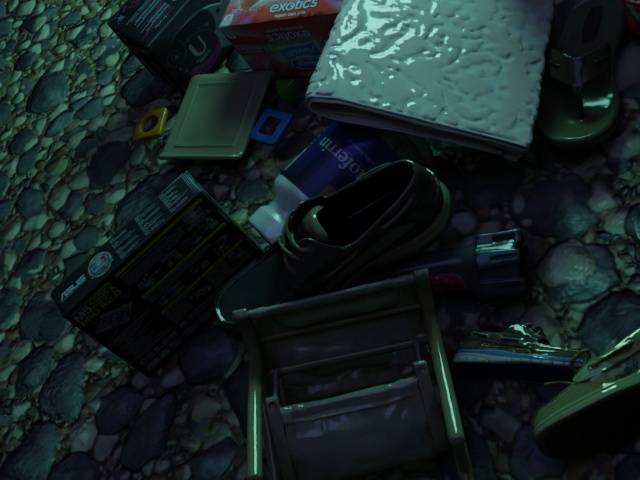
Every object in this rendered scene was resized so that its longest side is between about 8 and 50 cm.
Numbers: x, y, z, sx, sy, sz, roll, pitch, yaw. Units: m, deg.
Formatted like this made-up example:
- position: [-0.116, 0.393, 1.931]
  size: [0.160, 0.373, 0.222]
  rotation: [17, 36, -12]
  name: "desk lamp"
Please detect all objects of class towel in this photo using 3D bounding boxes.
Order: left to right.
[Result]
- position: [0.169, -0.273, 1.486]
  size: [0.317, 0.053, 0.331]
  rotation: [15, 53, 5]
  name: "towel"

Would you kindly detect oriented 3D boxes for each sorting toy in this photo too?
- position: [-0.178, -0.213, 1.800]
  size: [0.348, 0.047, 0.196]
  rotation: [3, 61, 33]
  name: "sorting toy"

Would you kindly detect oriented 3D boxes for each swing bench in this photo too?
- position: [0.040, 0.196, 1.269]
  size: [0.253, 0.165, 0.254]
  rotation: [-12, 50, 5]
  name: "swing bench"

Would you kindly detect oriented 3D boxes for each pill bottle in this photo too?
- position: [0.027, -0.078, 1.509]
  size: [0.264, 0.153, 0.153]
  rotation: [-46, 47, -3]
  name: "pill bottle"

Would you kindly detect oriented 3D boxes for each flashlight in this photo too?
- position: [0.132, 0.067, 1.388]
  size: [0.304, 0.103, 0.103]
  rotation: [-8, 50, 21]
  name: "flashlight"

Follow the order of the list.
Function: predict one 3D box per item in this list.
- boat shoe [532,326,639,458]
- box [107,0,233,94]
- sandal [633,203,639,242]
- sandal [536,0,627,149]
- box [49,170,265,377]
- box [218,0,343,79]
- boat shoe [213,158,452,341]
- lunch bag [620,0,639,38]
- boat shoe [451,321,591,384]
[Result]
- position: [0.364, 0.154, 1.182]
  size: [0.285, 0.104, 0.089]
  rotation: [-28, 43, -2]
  name: "boat shoe"
- position: [-0.238, -0.421, 1.905]
  size: [0.247, 0.163, 0.142]
  rotation: [-49, 51, -7]
  name: "box"
- position: [0.445, -0.067, 1.318]
  size: [0.067, 0.040, 0.179]
  rotation: [7, 63, 35]
  name: "sandal"
- position: [0.369, -0.256, 1.467]
  size: [0.120, 0.086, 0.302]
  rotation: [-3, 58, 30]
  name: "sandal"
- position: [-0.230, 0.056, 1.530]
  size: [0.270, 0.216, 0.060]
  rotation: [-43, 46, 0]
  name: "box"
- position: [0.003, -0.379, 1.737]
  size: [0.300, 0.154, 0.142]
  rotation: [1, 59, 33]
  name: "box"
- position: [0.000, 0.000, 1.350]
  size: [0.355, 0.130, 0.132]
  rotation: [-34, 49, 3]
  name: "boat shoe"
- position: [0.580, -0.364, 1.386]
  size: [0.293, 0.120, 0.258]
  rotation: [32, 80, 38]
  name: "lunch bag"
- position: [0.253, 0.136, 1.278]
  size: [0.183, 0.066, 0.066]
  rotation: [0, 58, 32]
  name: "boat shoe"
